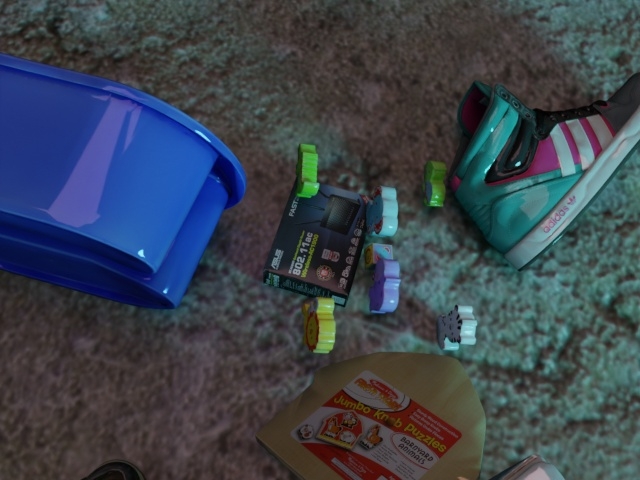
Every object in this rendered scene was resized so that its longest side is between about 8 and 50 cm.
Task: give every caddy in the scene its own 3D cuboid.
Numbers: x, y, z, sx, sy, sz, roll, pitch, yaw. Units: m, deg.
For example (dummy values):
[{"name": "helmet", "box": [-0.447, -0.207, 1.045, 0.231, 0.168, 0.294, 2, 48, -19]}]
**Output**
[{"name": "caddy", "box": [-0.244, -0.068, 0.703, 0.341, 0.241, 0.179, 15, 70, 4]}]

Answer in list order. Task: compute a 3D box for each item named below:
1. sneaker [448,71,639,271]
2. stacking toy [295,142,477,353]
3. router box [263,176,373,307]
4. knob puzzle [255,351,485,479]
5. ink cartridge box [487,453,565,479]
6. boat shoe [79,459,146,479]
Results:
[{"name": "sneaker", "box": [0.245, -0.125, 0.823, 0.178, 0.124, 0.295, 42, 70, 6]}, {"name": "stacking toy", "box": [0.063, 0.006, 0.746, 0.166, 0.052, 0.221, 5, 68, -20]}, {"name": "router box", "box": [0.000, 0.000, 0.789, 0.092, 0.038, 0.123, 15, 64, 4]}, {"name": "knob puzzle", "box": [0.066, 0.174, 0.687, 0.213, 0.030, 0.213, -6, 37, 4]}, {"name": "ink cartridge box", "box": [0.159, 0.266, 0.569, 0.093, 0.212, 0.154, -32, 70, -17]}, {"name": "boat shoe", "box": [-0.236, 0.277, 0.621, 0.080, 0.073, 0.223, 34, 67, 13]}]
